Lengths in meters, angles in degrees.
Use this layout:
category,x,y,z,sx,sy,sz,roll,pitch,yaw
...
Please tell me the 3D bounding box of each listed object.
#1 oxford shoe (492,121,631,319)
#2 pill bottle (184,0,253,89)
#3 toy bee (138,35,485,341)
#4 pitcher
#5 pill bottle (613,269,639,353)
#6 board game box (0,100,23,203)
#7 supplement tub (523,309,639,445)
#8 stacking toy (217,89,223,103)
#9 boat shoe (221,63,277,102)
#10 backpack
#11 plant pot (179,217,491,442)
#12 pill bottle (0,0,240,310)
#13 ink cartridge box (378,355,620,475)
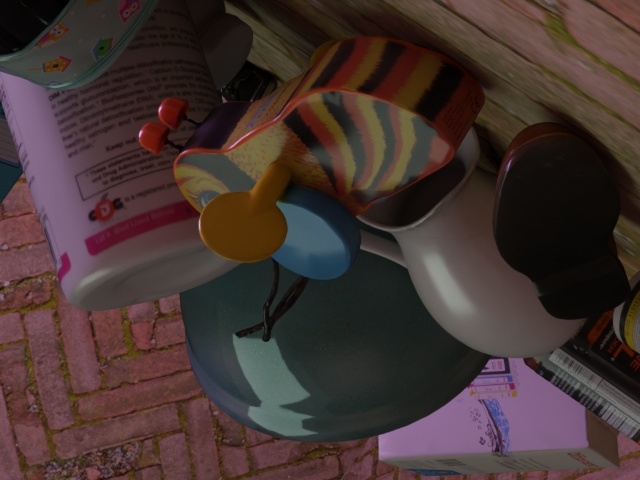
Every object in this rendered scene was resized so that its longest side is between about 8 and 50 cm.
category,x,y,z,sx,sy,sz,roll,pitch,yaw
oxford shoe,0.140,-0.023,0.916,0.212,0.076,0.076,59,-162,-62
pill bottle,-0.139,-0.195,1.283,0.160,0.087,0.087,35,179,18
toy bee,-0.036,-0.044,0.968,0.162,0.298,0.195,36,-148,-7
pitcher,0.096,0.004,1.139,0.177,0.126,0.207,-4,146,40
pill bottle,0.257,0.065,1.005,0.116,0.065,0.065,34,178,46
board game box,-0.323,-0.172,1.318,0.079,0.336,0.254,34,178,36
supplement tub,0.294,0.125,1.388,0.198,0.106,0.106,35,179,10
stacking toy,-0.197,-0.203,1.598,0.302,0.175,0.166,94,165,-70
boat shoe,-0.086,-0.166,1.661,0.049,0.056,0.152,30,180,-15
backpack,-0.190,-0.191,1.014,0.188,0.166,0.144,38,-178,36
plant pot,0.004,-0.001,1.294,0.293,0.293,0.196,34,152,38
pill bottle,-0.159,-0.103,1.155,0.160,0.160,0.283,41,-152,-77
ink cartridge box,0.198,0.163,1.654,0.232,0.168,0.171,-5,163,20
